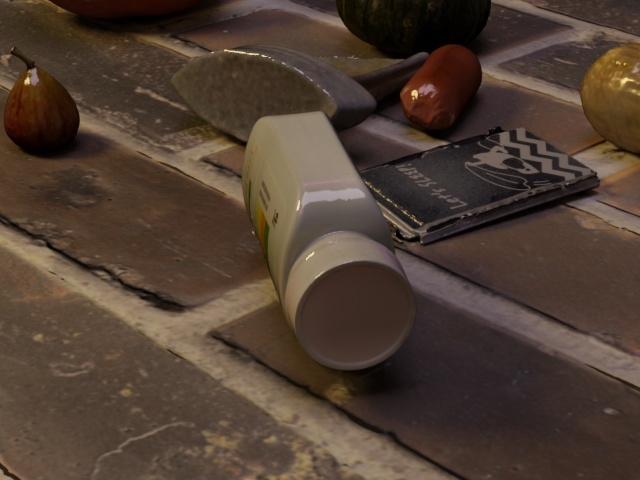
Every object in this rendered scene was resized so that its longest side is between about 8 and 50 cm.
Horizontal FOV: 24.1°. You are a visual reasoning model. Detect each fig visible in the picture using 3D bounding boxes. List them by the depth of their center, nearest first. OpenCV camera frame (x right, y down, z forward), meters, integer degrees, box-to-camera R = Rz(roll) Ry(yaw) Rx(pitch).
[{"bbox_3d":[-0.330,-0.169,1.755,0.089,0.125,0.089,-4,24,2],"label":"fig"}]

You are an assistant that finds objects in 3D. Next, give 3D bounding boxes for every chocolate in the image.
[{"bbox_3d":[0.422,-0.139,1.685,0.134,0.134,0.309,-18,28,-32],"label":"chocolate"}]

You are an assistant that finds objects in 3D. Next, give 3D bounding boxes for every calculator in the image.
[{"bbox_3d":[0.161,-0.063,1.647,0.274,0.028,0.165,-17,34,-27],"label":"calculator"}]

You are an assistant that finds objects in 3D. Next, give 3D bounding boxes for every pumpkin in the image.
[{"bbox_3d":[0.130,-0.343,2.071,0.223,0.157,0.224,10,23,-4],"label":"pumpkin"}]

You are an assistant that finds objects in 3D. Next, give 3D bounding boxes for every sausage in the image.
[{"bbox_3d":[0.151,-0.189,1.851,0.077,0.077,0.194,9,27,17],"label":"sausage"}]

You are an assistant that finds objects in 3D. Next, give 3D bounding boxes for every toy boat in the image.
[{"bbox_3d":[-0.036,-0.190,1.843,0.276,0.111,0.293,7,14,16],"label":"toy boat"}]

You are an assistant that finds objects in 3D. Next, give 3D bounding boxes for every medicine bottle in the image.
[{"bbox_3d":[0.000,0.000,1.366,0.111,0.161,0.296,-7,29,-11],"label":"medicine bottle"}]

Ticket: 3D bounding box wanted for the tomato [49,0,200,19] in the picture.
[{"bbox_3d":[-0.295,-0.455,2.190,0.341,0.273,0.341,2,40,-2],"label":"tomato"}]
